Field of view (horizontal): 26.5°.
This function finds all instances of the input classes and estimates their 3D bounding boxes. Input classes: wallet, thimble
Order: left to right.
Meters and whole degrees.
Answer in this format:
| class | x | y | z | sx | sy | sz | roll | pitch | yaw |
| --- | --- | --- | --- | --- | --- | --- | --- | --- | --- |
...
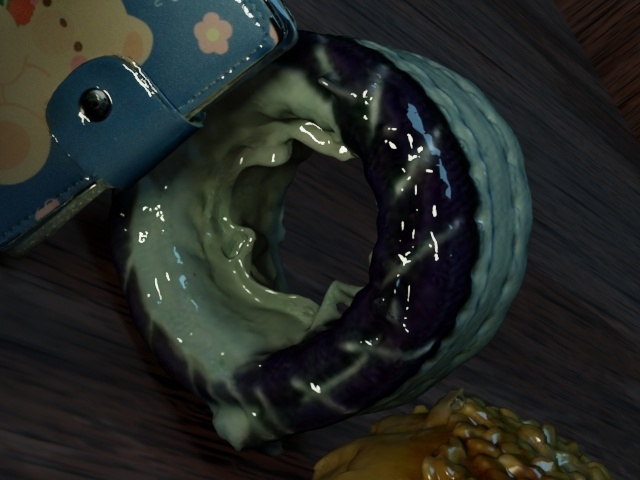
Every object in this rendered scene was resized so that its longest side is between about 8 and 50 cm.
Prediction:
| class | x | y | z | sx | sy | sz | roll | pitch | yaw |
| --- | --- | --- | --- | --- | --- | --- | --- | --- | --- |
| wallet | -0.123 | -0.096 | 0.699 | 0.141 | 0.202 | 0.059 | 55 | 12 | 1 |
| thimble | 0.000 | 0.000 | 0.783 | 0.150 | 0.237 | 0.237 | 1 | 55 | -59 |

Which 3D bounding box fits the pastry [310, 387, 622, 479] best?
| class | x | y | z | sx | sy | sz | roll | pitch | yaw |
| --- | --- | --- | --- | --- | --- | --- | --- | --- | --- |
| pastry | 0.121 | 0.218 | 0.723 | 0.284 | 0.184 | 0.316 | 25 | 34 | -50 |
